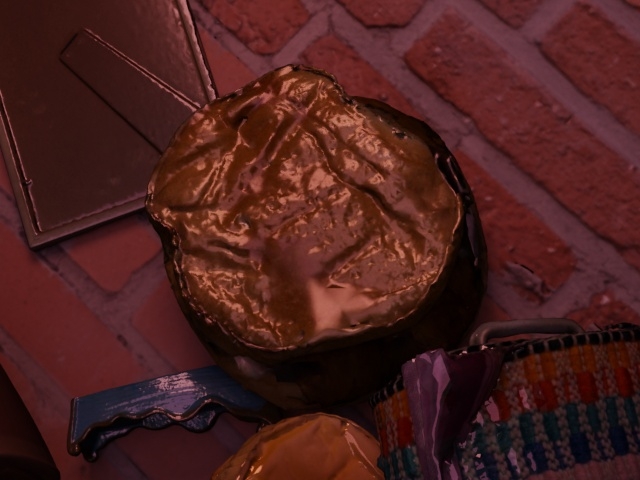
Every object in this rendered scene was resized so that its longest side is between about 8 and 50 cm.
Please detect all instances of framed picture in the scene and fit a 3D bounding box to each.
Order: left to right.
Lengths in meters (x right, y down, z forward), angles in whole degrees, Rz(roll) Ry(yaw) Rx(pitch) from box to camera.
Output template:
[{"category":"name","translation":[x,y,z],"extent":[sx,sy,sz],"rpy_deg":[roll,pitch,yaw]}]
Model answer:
[{"category":"framed picture","translation":[-0.212,-0.159,1.429],"extent":[0.211,0.020,0.289],"rpy_deg":[-20,77,5]}]

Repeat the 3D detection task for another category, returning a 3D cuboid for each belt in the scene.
[{"category":"belt","translation":[0.161,0.142,1.195],"extent":[0.295,0.207,0.160],"rpy_deg":[-3,73,-33]}]

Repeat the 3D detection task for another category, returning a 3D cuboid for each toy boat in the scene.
[{"category":"toy boat","translation":[-0.126,0.158,1.328],"extent":[0.185,0.075,0.077],"rpy_deg":[-13,75,1]}]

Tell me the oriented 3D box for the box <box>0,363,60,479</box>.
[{"category":"box","translation":[-0.390,0.158,1.263],"extent":[0.301,0.301,0.216],"rpy_deg":[-29,72,2]}]

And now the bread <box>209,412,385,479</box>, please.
[{"category":"bread","translation":[0.005,0.271,1.241],"extent":[0.250,0.133,0.179],"rpy_deg":[49,58,3]}]

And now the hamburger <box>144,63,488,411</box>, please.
[{"category":"hamburger","translation":[0.002,-0.002,1.313],"extent":[0.265,0.134,0.285],"rpy_deg":[-26,70,6]}]
